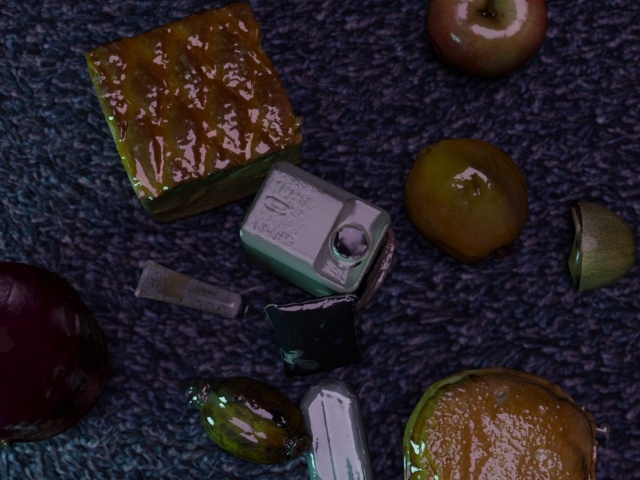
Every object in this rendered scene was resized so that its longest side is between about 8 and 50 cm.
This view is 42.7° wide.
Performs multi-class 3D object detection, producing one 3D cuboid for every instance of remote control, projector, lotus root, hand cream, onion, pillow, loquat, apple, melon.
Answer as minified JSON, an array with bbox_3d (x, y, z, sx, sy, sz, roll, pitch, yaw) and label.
[{"bbox_3d":[0.028,0.343,1.306,0.104,0.052,0.247,-11,80,0],"label":"remote control"},{"bbox_3d":[0.000,0.000,1.315,0.242,0.177,0.163,28,78,3],"label":"projector"},{"bbox_3d":[-0.114,0.278,1.284,0.209,0.120,0.120,28,78,6],"label":"lotus root"},{"bbox_3d":[-0.210,0.088,1.358,0.194,0.042,0.067,16,79,6],"label":"hand cream"},{"bbox_3d":[-0.494,0.159,1.228,0.336,0.260,0.282,17,73,2],"label":"onion"},{"bbox_3d":[-0.005,0.150,1.276,0.141,0.208,0.055,-9,52,-1],"label":"pillow"},{"bbox_3d":[0.241,-0.062,1.341,0.234,0.176,0.187,45,121,-10],"label":"loquat"},{"bbox_3d":[0.283,-0.382,1.418,0.209,0.164,0.210,0,87,5],"label":"apple"},{"bbox_3d":[0.479,0.003,1.381,0.128,0.079,0.160,1,77,0],"label":"melon"}]

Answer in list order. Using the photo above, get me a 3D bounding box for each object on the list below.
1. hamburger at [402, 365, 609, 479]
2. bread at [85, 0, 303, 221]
[{"bbox_3d":[0.282,0.340,1.254,0.314,0.170,0.290,3,81,-2],"label":"hamburger"},{"bbox_3d":[-0.197,-0.200,1.337,0.279,0.207,0.279,-23,80,-8],"label":"bread"}]
